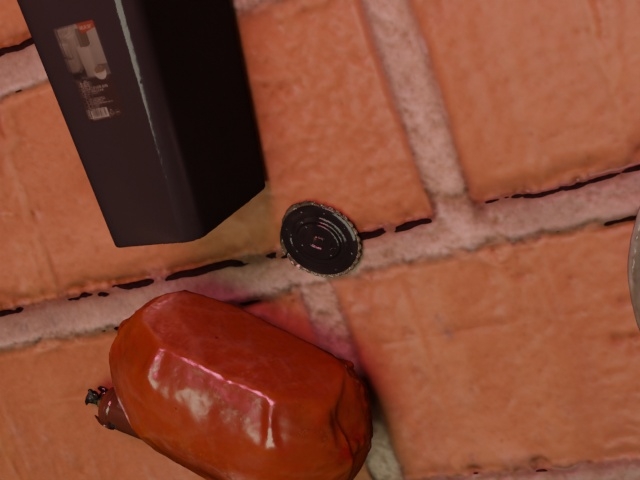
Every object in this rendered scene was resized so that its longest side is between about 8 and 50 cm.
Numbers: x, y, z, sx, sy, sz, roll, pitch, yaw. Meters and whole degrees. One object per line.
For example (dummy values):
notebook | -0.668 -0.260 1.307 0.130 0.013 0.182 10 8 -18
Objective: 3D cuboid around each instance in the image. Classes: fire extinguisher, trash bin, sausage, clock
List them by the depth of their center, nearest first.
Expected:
trash bin | -0.142 -0.126 0.877 0.115 0.165 0.225 -4 111 25
clock | 0.000 0.000 0.949 0.083 0.010 0.074 20 117 16
sausage | -0.079 0.149 0.963 0.268 0.153 0.141 23 124 15
fire extinguisher | -0.186 0.195 1.094 0.177 0.050 0.062 17 155 19

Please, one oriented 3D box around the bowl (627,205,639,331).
bowl | 0.370 0.001 0.703 0.289 0.146 0.289 8 112 20
